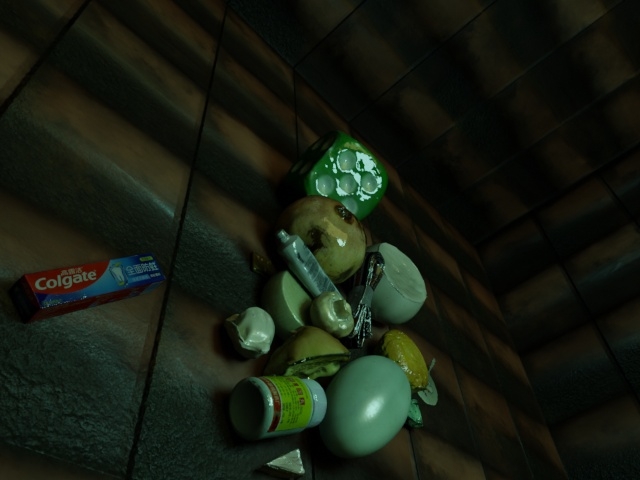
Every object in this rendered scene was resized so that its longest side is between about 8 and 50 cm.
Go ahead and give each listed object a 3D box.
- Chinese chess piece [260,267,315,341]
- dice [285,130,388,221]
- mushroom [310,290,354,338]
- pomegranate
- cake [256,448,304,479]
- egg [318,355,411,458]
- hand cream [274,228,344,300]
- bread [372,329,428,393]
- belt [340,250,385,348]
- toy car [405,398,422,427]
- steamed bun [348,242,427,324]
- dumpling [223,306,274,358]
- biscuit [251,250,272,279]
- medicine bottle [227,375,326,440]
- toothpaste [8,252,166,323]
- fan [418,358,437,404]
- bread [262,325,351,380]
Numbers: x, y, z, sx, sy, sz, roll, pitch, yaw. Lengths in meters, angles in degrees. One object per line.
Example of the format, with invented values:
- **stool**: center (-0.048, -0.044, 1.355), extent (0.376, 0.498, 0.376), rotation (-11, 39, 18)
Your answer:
- **Chinese chess piece**: center (-0.068, 0.204, 1.595), extent (0.250, 0.101, 0.250), rotation (40, 28, -27)
- **dice**: center (0.059, -0.227, 2.028), extent (0.287, 0.300, 0.297), rotation (45, -5, -20)
- **mushroom**: center (0.034, 0.214, 1.515), extent (0.148, 0.112, 0.148), rotation (50, 23, -30)
- **pomegranate**: center (0.000, 0.000, 1.771), extent (0.322, 0.322, 0.322), rotation (40, 29, -27)
- **cake**: center (-0.098, 0.514, 1.221), extent (0.121, 0.052, 0.065), rotation (29, 40, -40)
- **egg**: center (0.122, 0.456, 1.461), extent (0.230, 0.230, 0.371), rotation (56, 32, 5)
- **hand cream**: center (-0.031, 0.104, 1.605), extent (0.341, 0.077, 0.124), rotation (55, 29, -18)
- **bread**: center (0.281, 0.433, 1.868), extent (0.240, 0.139, 0.240), rotation (41, 28, -27)
- **belt**: center (0.134, 0.195, 1.807), extent (0.126, 0.094, 0.360), rotation (35, 58, -32)
- **toy car**: center (0.265, 0.556, 1.764), extent (0.224, 0.076, 0.090), rotation (45, 24, -36)
- **steamed bun**: center (0.245, 0.175, 2.046), extent (0.324, 0.206, 0.324), rotation (32, 34, -25)
- **dumpling**: center (-0.183, 0.234, 1.358), extent (0.136, 0.118, 0.199), rotation (28, 5, -19)
- **biscuit**: center (-0.183, 0.079, 1.649), extent (0.083, 0.018, 0.081), rotation (35, 31, -36)
- **medicine bottle**: center (-0.099, 0.394, 1.259), extent (0.225, 0.139, 0.139), rotation (18, 43, -51)
- **toothpaste**: center (-0.465, 0.091, 1.095), extent (0.076, 0.066, 0.320), rotation (58, 25, 9)
- **fan**: center (0.435, 0.546, 2.146), extent (0.191, 0.009, 0.329), rotation (56, 26, 5)
- **bread**: center (-0.045, 0.305, 1.435), extent (0.251, 0.174, 0.133), rotation (9, 43, -47)
